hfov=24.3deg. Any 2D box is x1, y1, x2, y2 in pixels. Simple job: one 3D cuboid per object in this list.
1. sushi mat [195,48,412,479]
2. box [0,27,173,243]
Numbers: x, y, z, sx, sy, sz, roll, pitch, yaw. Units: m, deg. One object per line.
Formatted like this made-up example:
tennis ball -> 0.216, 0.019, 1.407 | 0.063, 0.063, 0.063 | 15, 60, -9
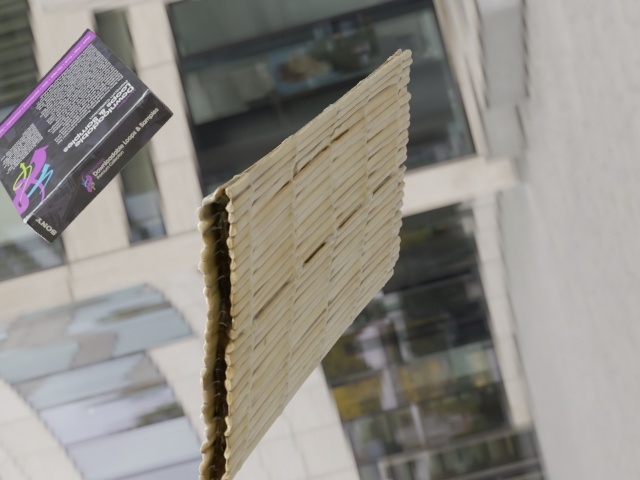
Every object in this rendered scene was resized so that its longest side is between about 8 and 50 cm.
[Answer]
sushi mat -> 0.000, 0.000, 0.787 | 0.316, 0.019, 0.151 | -46, -39, -65
box -> -0.167, -0.073, 0.991 | 0.029, 0.116, 0.162 | 43, -179, -30
